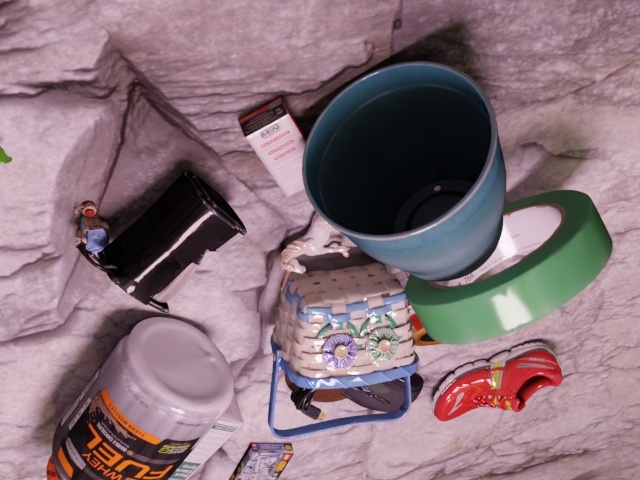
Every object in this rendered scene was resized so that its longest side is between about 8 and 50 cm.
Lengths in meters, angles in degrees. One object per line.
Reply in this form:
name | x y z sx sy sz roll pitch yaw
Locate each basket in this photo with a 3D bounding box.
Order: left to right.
basket | 0.033 0.195 1.571 0.254 0.201 0.289 -8 119 -16

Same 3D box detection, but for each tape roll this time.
tape roll | 0.288 0.037 1.453 0.321 0.321 0.077 -29 103 7

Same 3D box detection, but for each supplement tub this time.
supplement tub | -0.309 0.305 1.550 0.207 0.207 0.338 17 125 -35

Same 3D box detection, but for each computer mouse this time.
computer mouse | 0.073 0.301 1.760 0.262 0.060 0.184 26 119 -39

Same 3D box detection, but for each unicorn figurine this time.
unicorn figurine | 0.000 0.000 1.490 0.111 0.060 0.162 7 114 -28

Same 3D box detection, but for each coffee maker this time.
coffee maker | -0.215 -0.002 1.323 0.178 0.120 0.171 -44 161 7

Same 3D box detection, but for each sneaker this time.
sneaker | 0.358 0.303 1.891 0.279 0.118 0.107 -27 137 5

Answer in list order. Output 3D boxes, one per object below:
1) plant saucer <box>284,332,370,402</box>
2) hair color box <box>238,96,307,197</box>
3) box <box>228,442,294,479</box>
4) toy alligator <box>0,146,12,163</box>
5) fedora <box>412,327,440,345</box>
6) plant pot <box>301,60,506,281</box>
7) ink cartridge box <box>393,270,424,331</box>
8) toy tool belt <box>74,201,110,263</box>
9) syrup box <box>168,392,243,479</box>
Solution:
plant saucer | 0.032 0.248 1.762 0.198 0.036 0.199 -11 136 -11
hair color box | -0.052 -0.131 1.337 0.072 0.043 0.141 -27 138 6
box | -0.123 0.468 1.925 0.093 0.027 0.137 8 130 -27
toy alligator | -0.466 -0.146 1.149 0.189 0.056 0.051 20 81 -35
fedora | 0.231 0.127 1.673 0.194 0.079 0.194 -13 160 -5
plant pot | 0.148 -0.069 1.335 0.271 0.272 0.255 -30 145 8
ink cartridge box | 0.169 0.096 1.605 0.062 0.115 0.029 -27 136 5
toy tool belt | -0.327 -0.009 1.340 0.052 0.051 0.083 -8 135 -16
syrup box | -0.254 0.362 1.713 0.093 0.096 0.237 23 120 -38
